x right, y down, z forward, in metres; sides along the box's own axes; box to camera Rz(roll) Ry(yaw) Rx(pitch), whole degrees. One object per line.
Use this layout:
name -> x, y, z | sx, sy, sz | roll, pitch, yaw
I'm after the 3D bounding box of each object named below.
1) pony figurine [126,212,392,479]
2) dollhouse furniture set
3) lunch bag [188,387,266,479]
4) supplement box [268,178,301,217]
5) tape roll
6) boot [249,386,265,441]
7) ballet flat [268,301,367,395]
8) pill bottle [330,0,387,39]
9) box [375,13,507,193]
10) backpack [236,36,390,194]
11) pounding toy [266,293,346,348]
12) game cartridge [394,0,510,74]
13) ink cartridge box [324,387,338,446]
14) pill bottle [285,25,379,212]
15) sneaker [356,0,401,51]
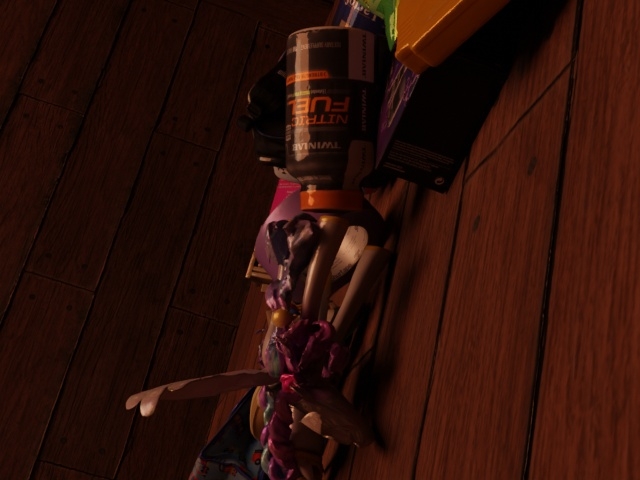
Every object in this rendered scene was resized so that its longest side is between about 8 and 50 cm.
pony figurine -> -0.032, 0.154, 1.241 | 0.351, 0.302, 0.364 | 32, -110, -65
dollhouse furniture set -> -0.060, 0.061, 2.121 | 0.184, 0.129, 0.129 | 51, -128, -63
lunch bag -> -0.149, 0.401, 1.952 | 0.293, 0.138, 0.221 | -63, -2, -44
supplement box -> -0.011, -0.090, 1.873 | 0.111, 0.113, 0.220 | 42, -123, -49
tape roll -> 0.000, 0.000, 1.450 | 0.080, 0.189, 0.189 | 49, 133, 30
boot -> -0.073, 0.297, 1.727 | 0.165, 0.077, 0.213 | -106, 38, -73
ballet flat -> -0.015, 0.157, 1.432 | 0.203, 0.074, 0.074 | -51, 11, 7
pill bottle -> 0.106, -0.418, 1.783 | 0.153, 0.153, 0.265 | -84, 14, -57
box -> 0.150, -0.217, 1.234 | 0.261, 0.103, 0.184 | -82, 15, -52
backpack -> 0.030, -0.219, 1.601 | 0.213, 0.276, 0.263 | 95, -169, -61
pounding toy -> -0.013, 0.127, 1.534 | 0.130, 0.141, 0.100 | -144, 43, -82
game cartridge -> 0.195, -0.359, 1.065 | 0.285, 0.052, 0.324 | -40, 24, 34
ink cartridge box -> -0.012, 0.248, 1.510 | 0.207, 0.046, 0.097 | -107, 35, -75
pill bottle -> 0.017, -0.161, 1.322 | 0.130, 0.130, 0.246 | 167, 103, -81
sneaker -> 0.118, -0.408, 1.586 | 0.123, 0.109, 0.296 | -32, 54, 37
